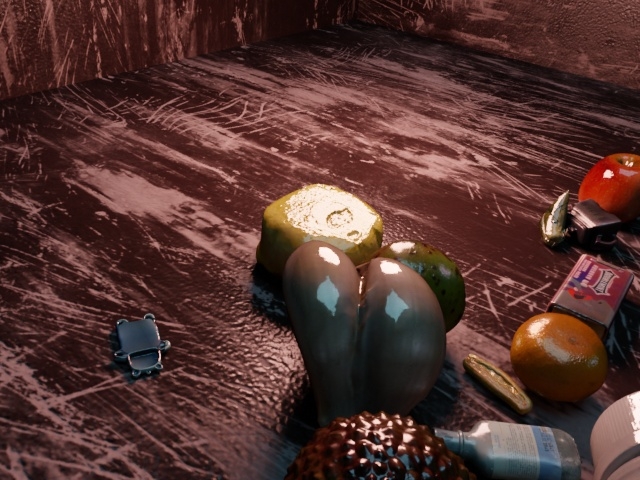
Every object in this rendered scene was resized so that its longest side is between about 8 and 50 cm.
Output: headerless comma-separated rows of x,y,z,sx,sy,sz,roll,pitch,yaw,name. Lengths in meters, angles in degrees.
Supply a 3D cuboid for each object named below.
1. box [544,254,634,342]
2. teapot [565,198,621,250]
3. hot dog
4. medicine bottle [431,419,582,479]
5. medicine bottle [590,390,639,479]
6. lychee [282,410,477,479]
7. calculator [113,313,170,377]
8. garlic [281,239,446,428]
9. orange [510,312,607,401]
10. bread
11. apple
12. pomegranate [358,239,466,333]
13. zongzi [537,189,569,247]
0.552,0.117,1.177,0.120,0.069,0.224,25,38,26,box
0.652,-0.034,1.412,0.096,0.087,0.177,-9,36,-13,teapot
0.304,0.243,0.981,0.044,0.028,0.137,-40,47,-16,hot dog
0.270,0.311,0.850,0.209,0.053,0.090,6,35,3,medicine bottle
0.443,0.341,0.657,0.245,0.245,0.306,12,26,10,medicine bottle
0.062,0.313,0.667,0.236,0.235,0.271,-5,12,-16,lychee
-0.309,0.180,0.991,0.094,0.019,0.141,-10,38,-22,calculator
0.063,0.114,0.912,0.232,0.245,0.340,-14,35,0,garlic
0.403,0.201,0.978,0.156,0.124,0.156,2,51,-3,orange
0.000,0.000,1.200,0.270,0.148,0.270,3,37,-2,bread
0.779,-0.135,1.511,0.181,0.168,0.181,1,37,0,apple
0.160,0.115,1.023,0.202,0.202,0.247,6,51,0,pomegranate
0.577,-0.052,1.394,0.055,0.119,0.109,21,33,0,zongzi
